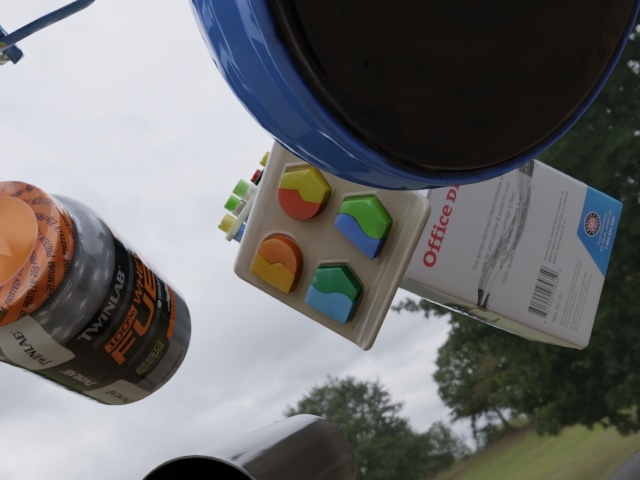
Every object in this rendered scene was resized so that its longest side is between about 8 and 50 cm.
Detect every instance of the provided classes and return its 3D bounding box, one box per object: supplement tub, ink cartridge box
[{"bbox_3d":[-0.293,0.071,0.800,0.193,0.194,0.316,-31,-27,-2],"label":"supplement tub"},{"bbox_3d":[0.247,-0.002,0.962,0.307,0.223,0.129,22,-9,-19],"label":"ink cartridge box"}]

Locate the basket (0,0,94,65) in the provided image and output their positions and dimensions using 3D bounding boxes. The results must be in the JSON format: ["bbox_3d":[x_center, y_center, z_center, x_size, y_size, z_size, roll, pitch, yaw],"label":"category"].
[{"bbox_3d":[-0.462,-0.346,0.856,0.289,0.255,0.201,-34,-5,-4],"label":"basket"}]

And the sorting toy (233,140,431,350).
[{"bbox_3d":[0.000,0.000,0.764,0.038,0.208,0.193,-20,-45,-59],"label":"sorting toy"}]

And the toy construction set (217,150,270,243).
[{"bbox_3d":[-0.047,-0.122,1.180,0.327,0.151,0.215,-43,6,-2],"label":"toy construction set"}]

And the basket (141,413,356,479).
[{"bbox_3d":[-0.066,0.284,0.754,0.204,0.154,0.227,-26,-11,26],"label":"basket"}]

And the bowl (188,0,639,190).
[{"bbox_3d":[0.094,-0.222,0.473,0.391,0.077,0.391,-10,-70,-29],"label":"bowl"}]
